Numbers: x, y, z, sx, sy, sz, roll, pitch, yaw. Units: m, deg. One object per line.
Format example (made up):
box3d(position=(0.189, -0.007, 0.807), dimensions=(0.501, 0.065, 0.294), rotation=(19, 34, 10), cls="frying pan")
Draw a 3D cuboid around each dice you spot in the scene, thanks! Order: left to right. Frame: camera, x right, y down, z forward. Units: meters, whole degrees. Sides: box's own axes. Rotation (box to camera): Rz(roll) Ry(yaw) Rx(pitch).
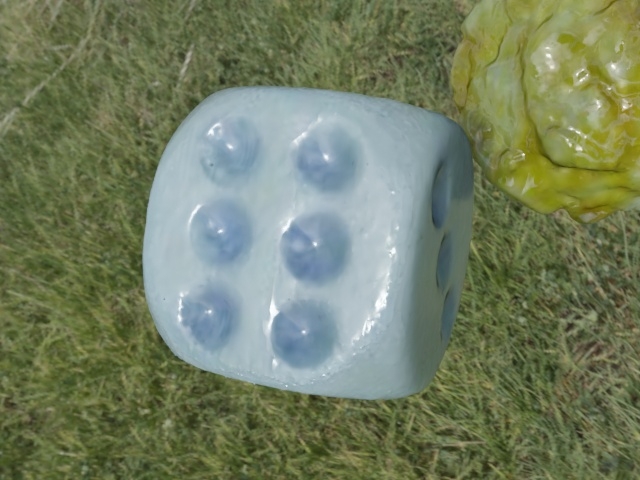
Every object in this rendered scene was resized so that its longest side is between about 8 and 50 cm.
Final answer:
box3d(position=(0.000, 0.000, 0.726), dimensions=(0.264, 0.262, 0.268), rotation=(9, 90, 22), cls="dice")

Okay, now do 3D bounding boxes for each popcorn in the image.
box3d(position=(0.309, -0.200, 0.848), dimensions=(0.334, 0.292, 0.294), rotation=(15, 54, 37), cls="popcorn")
